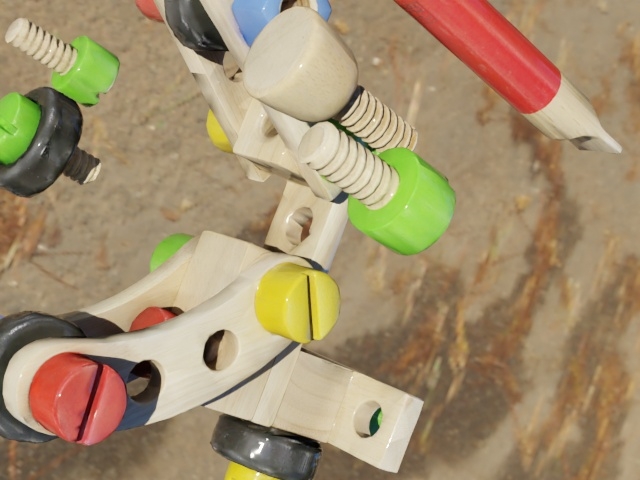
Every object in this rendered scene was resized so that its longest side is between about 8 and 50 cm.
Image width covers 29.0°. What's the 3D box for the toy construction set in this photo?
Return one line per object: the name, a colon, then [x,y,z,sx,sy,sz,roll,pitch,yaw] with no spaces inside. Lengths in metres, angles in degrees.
toy construction set: [0.000,0.000,0.592,0.237,0.309,0.257,32,54,-37]
